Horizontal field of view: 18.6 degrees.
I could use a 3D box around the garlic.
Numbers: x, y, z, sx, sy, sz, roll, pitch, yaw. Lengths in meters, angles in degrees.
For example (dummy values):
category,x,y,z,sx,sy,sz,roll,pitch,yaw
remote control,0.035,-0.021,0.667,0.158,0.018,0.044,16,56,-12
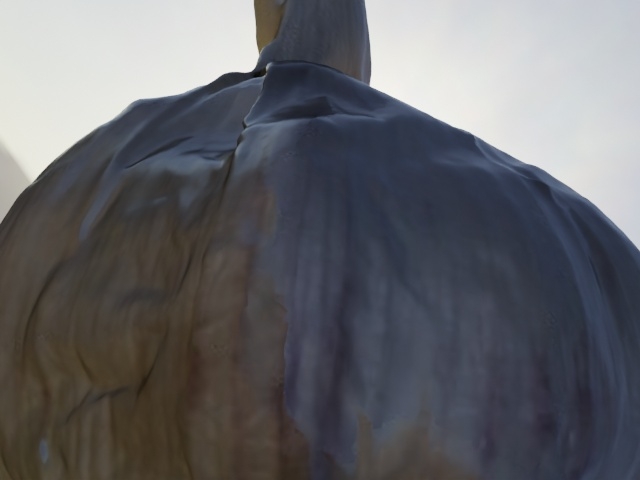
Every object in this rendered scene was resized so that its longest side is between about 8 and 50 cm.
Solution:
category,x,y,z,sx,sy,sz,roll,pitch,yaw
garlic,0.000,0.000,0.563,0.218,0.219,0.212,97,-4,-79
